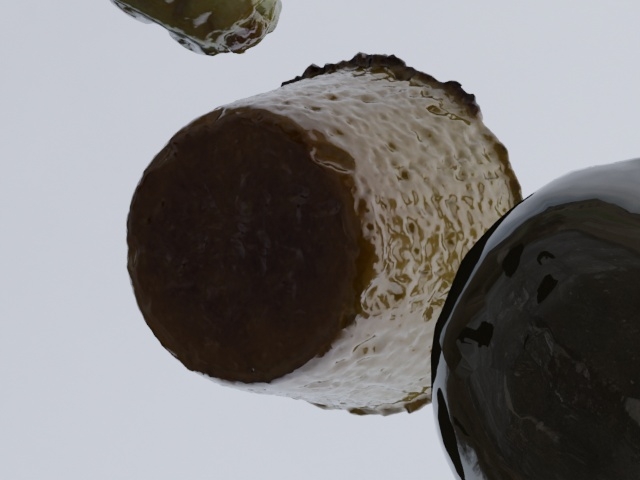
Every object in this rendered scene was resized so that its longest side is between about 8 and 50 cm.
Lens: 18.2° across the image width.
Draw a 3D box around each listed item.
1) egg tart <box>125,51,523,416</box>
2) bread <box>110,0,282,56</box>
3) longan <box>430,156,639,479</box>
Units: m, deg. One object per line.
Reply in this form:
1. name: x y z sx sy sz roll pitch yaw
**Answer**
1. egg tart: 0.000 0.000 1.120 0.215 0.171 0.215 1 -88 28
2. bread: -0.069 -0.124 0.915 0.060 0.110 0.066 -62 -177 -36
3. longan: 0.171 0.067 0.897 0.215 0.246 0.246 143 -50 -61
